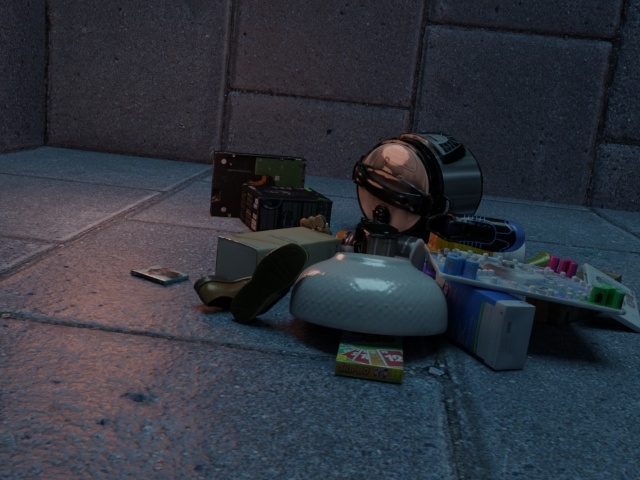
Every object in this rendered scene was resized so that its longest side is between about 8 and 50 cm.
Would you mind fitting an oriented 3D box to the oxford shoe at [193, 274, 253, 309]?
[{"bbox_3d":[-0.180,0.127,1.596,0.212,0.076,0.076,0,44,-35],"label":"oxford shoe"}]

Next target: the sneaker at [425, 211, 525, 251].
[{"bbox_3d":[0.347,-0.018,1.608,0.090,0.082,0.232,-1,8,-42],"label":"sneaker"}]

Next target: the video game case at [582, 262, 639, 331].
[{"bbox_3d":[0.723,0.140,1.749,0.157,0.019,0.143,30,38,-8],"label":"video game case"}]

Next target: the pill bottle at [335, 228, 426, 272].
[{"bbox_3d":[0.159,0.036,1.965,0.245,0.131,0.130,12,14,27],"label":"pill bottle"}]

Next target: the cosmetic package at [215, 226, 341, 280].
[{"bbox_3d":[-0.106,0.043,1.853,0.160,0.113,0.309,17,16,40],"label":"cosmetic package"}]

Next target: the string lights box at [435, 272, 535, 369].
[{"bbox_3d":[0.330,0.159,1.484,0.076,0.134,0.259,3,13,-23],"label":"string lights box"}]

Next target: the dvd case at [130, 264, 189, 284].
[{"bbox_3d":[-0.401,0.085,1.756,0.119,0.013,0.087,13,15,32],"label":"dvd case"}]

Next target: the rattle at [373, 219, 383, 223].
[{"bbox_3d":[0.183,0.035,2.126,0.142,0.130,0.199,-20,53,-40],"label":"rattle"}]

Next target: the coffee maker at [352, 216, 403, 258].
[{"bbox_3d":[0.137,0.049,1.782,0.120,0.178,0.171,9,15,4],"label":"coffee maker"}]

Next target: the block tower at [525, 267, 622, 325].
[{"bbox_3d":[0.655,0.142,1.815,0.335,0.097,0.091,-8,19,-42],"label":"block tower"}]

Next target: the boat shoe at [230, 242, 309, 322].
[{"bbox_3d":[-0.101,0.087,1.488,0.080,0.223,0.073,49,20,15],"label":"boat shoe"}]

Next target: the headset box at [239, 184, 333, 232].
[{"bbox_3d":[-0.115,-0.105,2.456,0.282,0.131,0.246,2,14,-20],"label":"headset box"}]

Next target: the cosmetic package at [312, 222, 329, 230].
[{"bbox_3d":[0.004,-0.001,2.081,0.041,0.060,0.115,12,-27,17],"label":"cosmetic package"}]

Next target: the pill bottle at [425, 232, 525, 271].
[{"bbox_3d":[0.413,0.032,1.888,0.245,0.137,0.136,9,13,6],"label":"pill bottle"}]

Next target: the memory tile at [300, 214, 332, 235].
[{"bbox_3d":[0.000,0.000,1.985,0.012,0.148,0.113,-32,15,-36],"label":"memory tile"}]

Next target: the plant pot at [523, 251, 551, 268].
[{"bbox_3d":[0.649,0.084,2.121,0.079,0.083,0.083,-14,20,-22],"label":"plant pot"}]

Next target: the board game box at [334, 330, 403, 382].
[{"bbox_3d":[0.101,0.210,1.392,0.124,0.039,0.259,7,10,5],"label":"board game box"}]

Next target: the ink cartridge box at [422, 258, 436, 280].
[{"bbox_3d":[0.365,0.097,1.984,0.208,0.045,0.206,-3,16,-30],"label":"ink cartridge box"}]

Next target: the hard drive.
[{"bbox_3d":[-0.229,-0.200,2.583,0.338,0.237,0.064,2,13,-12],"label":"hard drive"}]

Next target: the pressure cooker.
[{"bbox_3d":[0.339,-0.189,2.528,0.420,0.376,0.369,-7,-13,-44],"label":"pressure cooker"}]

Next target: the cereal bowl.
[{"bbox_3d":[0.107,0.103,1.496,0.338,0.141,0.339,7,2,0],"label":"cereal bowl"}]

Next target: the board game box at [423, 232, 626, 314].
[{"bbox_3d":[0.449,0.063,1.621,0.389,0.050,0.390,11,9,2],"label":"board game box"}]
